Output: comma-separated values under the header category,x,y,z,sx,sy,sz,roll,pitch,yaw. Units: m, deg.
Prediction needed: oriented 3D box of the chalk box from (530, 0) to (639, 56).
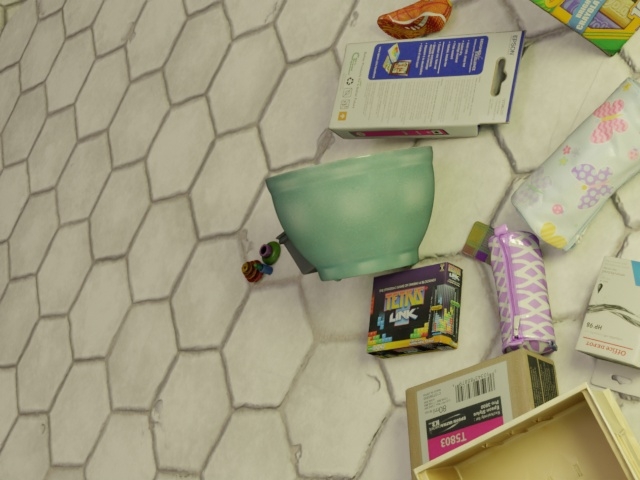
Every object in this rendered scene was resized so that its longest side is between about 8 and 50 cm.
category,x,y,z,sx,sy,sz,roll,pitch,yaw
chalk box,0.384,-0.447,1.688,0.179,0.289,0.180,-49,42,21

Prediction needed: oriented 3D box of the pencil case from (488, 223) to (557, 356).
category,x,y,z,sx,sy,sz,roll,pitch,yaw
pencil case,0.304,0.083,1.680,0.086,0.088,0.206,-28,51,35

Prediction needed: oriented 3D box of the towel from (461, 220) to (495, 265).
category,x,y,z,sx,sy,sz,roll,pitch,yaw
towel,0.271,0.005,1.818,0.083,0.009,0.060,28,93,51

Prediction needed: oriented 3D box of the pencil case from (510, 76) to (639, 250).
category,x,y,z,sx,sy,sz,roll,pitch,yaw
pencil case,0.410,-0.111,1.634,0.273,0.113,0.124,-49,52,21

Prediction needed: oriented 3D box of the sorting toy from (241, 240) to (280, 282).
category,x,y,z,sx,sy,sz,roll,pitch,yaw
sorting toy,-0.125,0.043,2.227,0.102,0.042,0.061,-53,41,16

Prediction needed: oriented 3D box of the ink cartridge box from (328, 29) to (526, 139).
category,x,y,z,sx,sy,sz,roll,pitch,yaw
ink cartridge box,0.193,-0.274,1.968,0.371,0.069,0.175,2,73,37

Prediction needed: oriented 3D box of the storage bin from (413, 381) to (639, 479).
category,x,y,z,sx,sy,sz,roll,pitch,yaw
storage bin,0.305,0.359,1.429,0.262,0.123,0.260,-32,70,20

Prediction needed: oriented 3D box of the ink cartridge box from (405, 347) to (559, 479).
category,x,y,z,sx,sy,sz,roll,pitch,yaw
ink cartridge box,0.244,0.290,1.647,0.235,0.088,0.193,-27,52,37

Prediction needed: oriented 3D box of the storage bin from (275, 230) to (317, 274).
category,x,y,z,sx,sy,sz,roll,pitch,yaw
storage bin,0.000,0.000,2.078,0.135,0.098,0.091,-34,76,33

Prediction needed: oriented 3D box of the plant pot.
category,x,y,z,sx,sy,sz,roll,pitch,yaw
plant pot,0.067,-0.038,1.892,0.293,0.293,0.196,-11,91,46

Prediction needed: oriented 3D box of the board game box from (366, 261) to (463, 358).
category,x,y,z,sx,sy,sz,roll,pitch,yaw
board game box,0.158,0.120,1.860,0.170,0.048,0.141,-15,62,44

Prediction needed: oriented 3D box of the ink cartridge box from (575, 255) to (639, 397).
category,x,y,z,sx,sy,sz,roll,pitch,yaw
ink cartridge box,0.428,0.120,1.540,0.104,0.060,0.180,12,81,50

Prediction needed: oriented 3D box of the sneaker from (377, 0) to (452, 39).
category,x,y,z,sx,sy,sz,roll,pitch,yaw
sneaker,0.183,-0.425,2.106,0.175,0.064,0.067,3,54,44
